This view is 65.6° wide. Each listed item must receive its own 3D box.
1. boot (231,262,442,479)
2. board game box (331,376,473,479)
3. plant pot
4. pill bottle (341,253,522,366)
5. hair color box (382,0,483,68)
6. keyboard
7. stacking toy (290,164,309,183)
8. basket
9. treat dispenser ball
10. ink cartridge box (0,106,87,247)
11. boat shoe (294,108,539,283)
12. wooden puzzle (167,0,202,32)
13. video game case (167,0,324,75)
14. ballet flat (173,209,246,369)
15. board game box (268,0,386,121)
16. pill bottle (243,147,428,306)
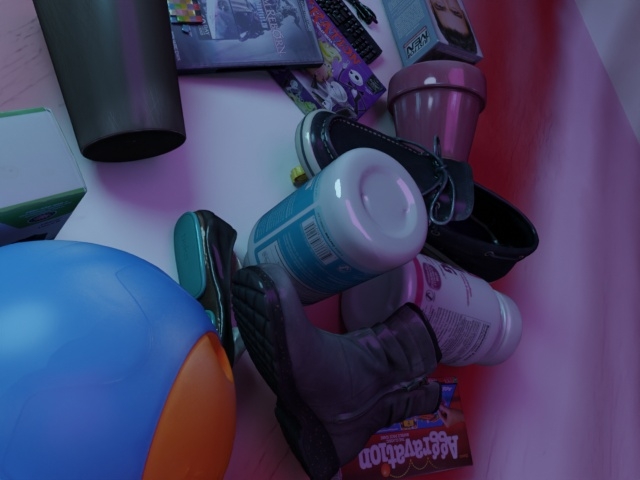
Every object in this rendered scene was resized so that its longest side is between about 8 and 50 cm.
[{"bbox_3d":[0.035,0.128,0.608,0.222,0.118,0.339,-27,127,-19],"label":"boot"},{"bbox_3d":[0.127,0.291,0.776,0.281,0.027,0.145,9,65,-35],"label":"board game box"},{"bbox_3d":[0.232,-0.233,1.007,0.201,0.201,0.181,10,80,-35],"label":"plant pot"},{"bbox_3d":[0.189,0.117,0.816,0.282,0.160,0.161,20,58,-31],"label":"pill bottle"},{"bbox_3d":[0.254,-0.597,1.235,0.185,0.113,0.375,-3,72,-39],"label":"hair color box"},{"bbox_3d":[0.026,-0.526,1.077,0.317,0.033,0.202,48,48,-11],"label":"keyboard"},{"bbox_3d":[0.061,-0.058,0.870,0.221,0.052,0.167,-12,78,-42],"label":"stacking toy"},{"bbox_3d":[-0.255,-0.225,0.621,0.154,0.204,0.227,-12,87,-45],"label":"basket"},{"bbox_3d":[-0.213,0.143,0.399,0.288,0.288,0.289,17,60,-32],"label":"treat dispenser ball"},{"bbox_3d":[-0.323,-0.023,0.447,0.153,0.208,0.087,-26,90,-42],"label":"ink cartridge box"},{"bbox_3d":[0.180,-0.081,0.847,0.499,0.156,0.187,30,53,-24],"label":"boat shoe"},{"bbox_3d":[-0.212,-0.362,0.770,0.049,0.006,0.084,-13,85,-29],"label":"wooden puzzle"},{"bbox_3d":[-0.139,-0.377,0.830,0.274,0.026,0.196,-14,85,-28],"label":"video game case"},{"bbox_3d":[-0.133,0.092,0.624,0.096,0.095,0.281,22,57,-43],"label":"ballet flat"},{"bbox_3d":[-0.034,-0.370,0.948,0.347,0.056,0.208,47,44,-11],"label":"board game box"},{"bbox_3d":[0.000,0.000,0.651,0.146,0.264,0.146,16,61,-32],"label":"pill bottle"}]
